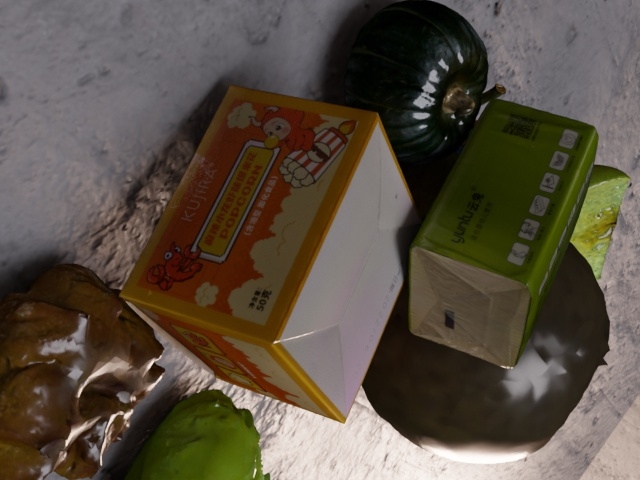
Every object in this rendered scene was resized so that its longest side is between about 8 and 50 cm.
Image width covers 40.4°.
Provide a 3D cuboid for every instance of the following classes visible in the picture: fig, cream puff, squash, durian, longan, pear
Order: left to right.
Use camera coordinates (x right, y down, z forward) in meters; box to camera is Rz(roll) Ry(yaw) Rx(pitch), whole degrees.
[{"bbox_3d":[-0.289,0.155,0.947,0.269,0.154,0.241,-64,150,-26],"label":"cream puff"},{"bbox_3d":[-0.181,0.376,1.230,0.256,0.204,0.340,-49,142,-48],"label":"durian"},{"bbox_3d":[0.125,-0.202,1.135,0.218,0.172,0.218,11,90,-74],"label":"squash"},{"bbox_3d":[0.175,-0.134,1.271,0.245,0.149,0.149,-54,145,1],"label":"fig"},{"bbox_3d":[0.265,0.155,1.403,0.436,0.404,0.404,24,98,-51],"label":"longan"},{"bbox_3d":[0.443,-0.024,1.692,0.239,0.139,0.288,-21,138,-18],"label":"pear"}]

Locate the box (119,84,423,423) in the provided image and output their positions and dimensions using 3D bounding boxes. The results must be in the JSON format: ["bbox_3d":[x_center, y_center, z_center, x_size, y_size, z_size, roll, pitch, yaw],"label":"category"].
[{"bbox_3d":[-0.041,0.018,1.014,0.284,0.213,0.259,-66,151,-21],"label":"box"}]

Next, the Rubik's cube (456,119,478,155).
[{"bbox_3d":[0.219,-0.140,1.363,0.111,0.093,0.111,-28,134,-34],"label":"Rubik's cube"}]

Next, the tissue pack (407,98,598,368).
[{"bbox_3d":[0.234,-0.011,1.133,0.275,0.167,0.200,-57,156,-31],"label":"tissue pack"}]
